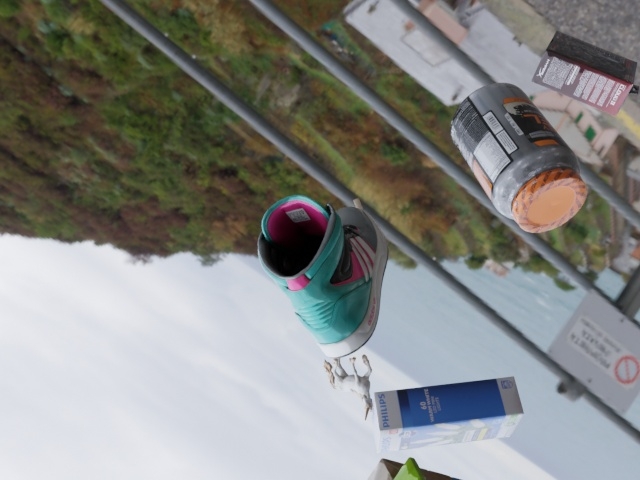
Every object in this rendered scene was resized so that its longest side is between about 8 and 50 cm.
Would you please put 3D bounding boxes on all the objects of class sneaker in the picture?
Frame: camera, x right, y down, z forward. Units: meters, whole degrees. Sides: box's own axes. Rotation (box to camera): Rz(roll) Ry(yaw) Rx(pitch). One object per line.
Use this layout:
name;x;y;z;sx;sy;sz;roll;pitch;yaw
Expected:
sneaker;0.000;0.000;0.960;0.178;0.123;0.295;56;-158;-28

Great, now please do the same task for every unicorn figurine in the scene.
unicorn figurine;0.070;0.293;1.452;0.060;0.111;0.162;-10;-175;-27

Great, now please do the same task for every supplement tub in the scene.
supplement tub;0.422;-0.178;1.505;0.193;0.193;0.316;40;-159;-46

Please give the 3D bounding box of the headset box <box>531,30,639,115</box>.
headset box;0.228;-0.141;0.594;0.083;0.062;0.032;26;128;12

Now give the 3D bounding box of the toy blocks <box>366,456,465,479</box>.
toy blocks;0.147;0.522;1.147;0.261;0.381;0.191;22;-163;-25

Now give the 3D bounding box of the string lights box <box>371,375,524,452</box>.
string lights box;0.229;0.325;1.305;0.133;0.259;0.077;86;177;-56

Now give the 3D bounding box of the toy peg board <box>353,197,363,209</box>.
toy peg board;0.089;-0.015;1.746;0.161;0.079;0.161;-26;-86;-87
